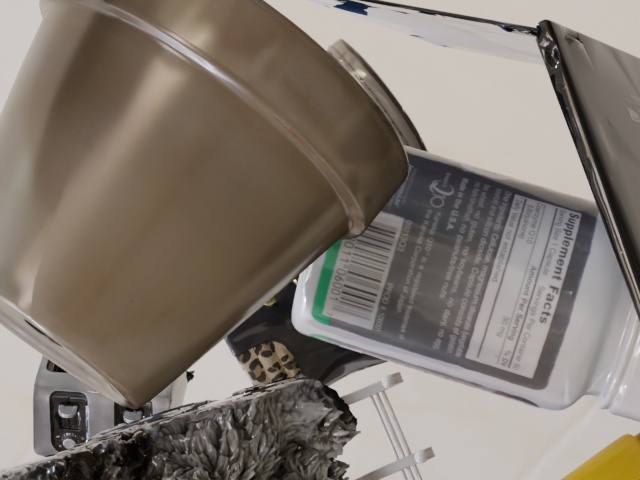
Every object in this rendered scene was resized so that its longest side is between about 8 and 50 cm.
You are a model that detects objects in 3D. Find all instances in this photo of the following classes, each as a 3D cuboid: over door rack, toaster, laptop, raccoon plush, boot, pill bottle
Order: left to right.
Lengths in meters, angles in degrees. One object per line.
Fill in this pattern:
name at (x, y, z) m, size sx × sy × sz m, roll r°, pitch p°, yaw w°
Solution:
toaster at (-0.245, 0.171, 2.027) m, size 0.186 × 0.168 × 0.110 m, roll -82°, pitch -3°, yaw -55°
raccoon plush at (-0.117, 0.297, 1.404) m, size 0.446 × 0.299 × 0.216 m, roll -14°, pitch -2°, yaw -34°
over door rack at (-0.001, 0.342, 2.242) m, size 0.324 × 0.239 × 0.108 m, roll -23°, pitch -7°, yaw 7°
boot at (0.000, 0.000, 1.846) m, size 0.284 × 0.377 × 0.138 m, roll -27°, pitch 26°, yaw -2°
pill bottle at (0.170, 0.042, 1.605) m, size 0.204 × 0.361 × 0.204 m, roll 17°, pitch -90°, yaw -85°
laptop at (0.184, -0.063, 1.460) m, size 0.236 × 0.408 × 0.382 m, roll -24°, pitch -14°, yaw 27°

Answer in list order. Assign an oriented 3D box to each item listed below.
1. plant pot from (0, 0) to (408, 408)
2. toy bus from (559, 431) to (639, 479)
plant pot at (-0.139, -0.036, 1.329) m, size 0.280 × 0.323 × 0.323 m, roll -54°, pitch 2°, yaw -14°
toy bus at (0.287, 0.318, 1.871) m, size 0.332 × 0.108 × 0.130 m, roll -33°, pitch -21°, yaw -12°
